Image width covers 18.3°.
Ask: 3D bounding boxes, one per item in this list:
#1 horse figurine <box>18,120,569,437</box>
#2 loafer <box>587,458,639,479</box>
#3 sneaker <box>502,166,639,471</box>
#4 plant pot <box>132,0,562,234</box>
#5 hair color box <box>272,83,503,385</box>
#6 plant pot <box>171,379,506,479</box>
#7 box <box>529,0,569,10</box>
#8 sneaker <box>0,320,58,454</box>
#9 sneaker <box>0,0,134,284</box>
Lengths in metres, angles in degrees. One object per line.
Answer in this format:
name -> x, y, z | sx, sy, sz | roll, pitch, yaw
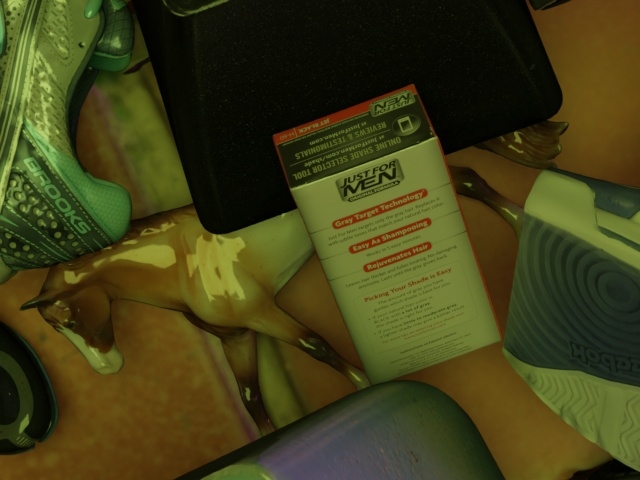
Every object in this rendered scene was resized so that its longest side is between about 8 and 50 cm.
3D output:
horse figurine -> 0.000, 0.000, 1.012 | 0.263, 0.066, 0.174 | -44, 97, 6
loafer -> 0.243, 0.150, 1.004 | 0.220, 0.080, 0.078 | 4, 93, 2
sneaker -> 0.256, 0.040, 0.965 | 0.315, 0.182, 0.127 | 22, 132, 15
plant pot -> -0.009, -0.139, 0.921 | 0.187, 0.167, 0.188 | -20, 69, 3
hair color box -> 0.034, 0.000, 0.929 | 0.072, 0.043, 0.141 | -19, 134, 2
plant pot -> -0.001, 0.203, 0.917 | 0.248, 0.252, 0.247 | -28, 92, 31
box -> 0.210, -0.325, 0.915 | 0.395, 0.097, 0.318 | -24, 93, -16
sneaker -> -0.213, 0.041, 1.015 | 0.067, 0.078, 0.188 | -42, 92, 4
sneaker -> -0.154, -0.120, 0.984 | 0.122, 0.110, 0.283 | -8, 89, 0
